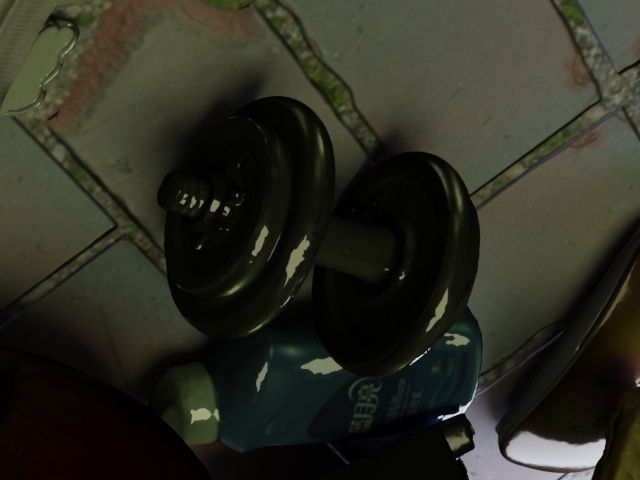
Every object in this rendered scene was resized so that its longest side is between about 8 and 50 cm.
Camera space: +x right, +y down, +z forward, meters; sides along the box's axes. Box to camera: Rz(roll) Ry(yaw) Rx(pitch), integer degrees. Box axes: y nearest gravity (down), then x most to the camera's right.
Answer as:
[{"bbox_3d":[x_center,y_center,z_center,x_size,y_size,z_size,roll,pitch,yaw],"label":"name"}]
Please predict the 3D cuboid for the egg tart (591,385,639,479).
[{"bbox_3d":[0.281,0.273,1.400,0.115,0.290,0.290,20,121,10],"label":"egg tart"}]

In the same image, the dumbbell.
[{"bbox_3d":[0.000,0.000,1.208,0.290,0.192,0.192,18,115,-34],"label":"dumbbell"}]

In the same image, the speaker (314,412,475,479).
[{"bbox_3d":[0.052,0.301,1.405,0.254,0.184,0.232,-25,161,-6],"label":"speaker"}]

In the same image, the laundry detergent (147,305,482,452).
[{"bbox_3d":[-0.008,0.124,1.352,0.290,0.094,0.143,-10,140,-17],"label":"laundry detergent"}]

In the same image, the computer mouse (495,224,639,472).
[{"bbox_3d":[0.294,0.111,1.495,0.158,0.072,0.310,19,114,-35],"label":"computer mouse"}]

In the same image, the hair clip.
[{"bbox_3d":[-0.210,-0.145,1.070,0.140,0.054,0.220,1,128,-57],"label":"hair clip"}]

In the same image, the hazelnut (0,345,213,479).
[{"bbox_3d":[-0.263,0.283,1.197,0.402,0.402,0.429,12,119,-30],"label":"hazelnut"}]
